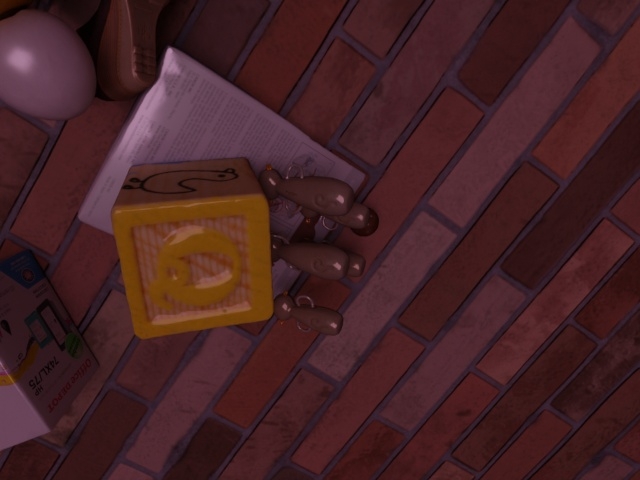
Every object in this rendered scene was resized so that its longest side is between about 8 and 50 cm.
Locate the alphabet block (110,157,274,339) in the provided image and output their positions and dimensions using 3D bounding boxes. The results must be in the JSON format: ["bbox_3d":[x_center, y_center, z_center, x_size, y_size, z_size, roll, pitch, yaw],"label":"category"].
[{"bbox_3d":[-0.178,-0.001,0.654,0.192,0.197,0.193,-8,116,-14],"label":"alphabet block"}]

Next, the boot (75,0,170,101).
[{"bbox_3d":[-0.306,-0.326,0.647,0.207,0.090,0.248,8,92,36],"label":"boot"}]

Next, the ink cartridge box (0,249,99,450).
[{"bbox_3d":[-0.569,0.194,0.770,0.197,0.198,0.270,-20,107,3],"label":"ink cartridge box"}]

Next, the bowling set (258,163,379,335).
[{"bbox_3d":[0.000,0.000,0.770,0.154,0.200,0.287,14,114,22],"label":"bowling set"}]

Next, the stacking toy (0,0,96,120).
[{"bbox_3d":[-0.403,-0.339,0.441,0.351,0.350,0.480,-31,119,7],"label":"stacking toy"}]

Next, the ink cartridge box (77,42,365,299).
[{"bbox_3d":[-0.159,-0.092,0.782,0.385,0.091,0.308,28,104,-28],"label":"ink cartridge box"}]
